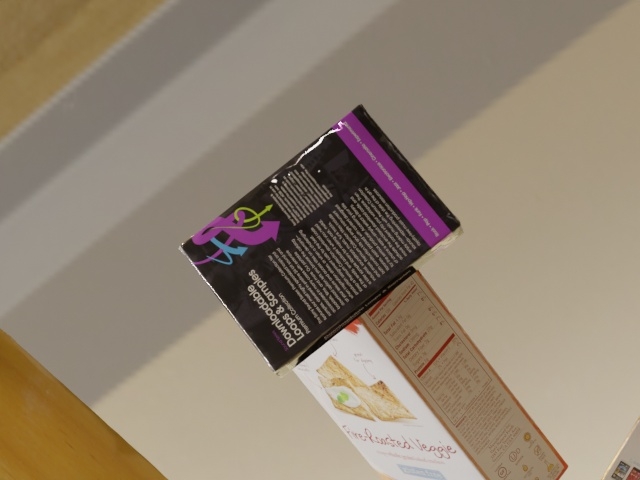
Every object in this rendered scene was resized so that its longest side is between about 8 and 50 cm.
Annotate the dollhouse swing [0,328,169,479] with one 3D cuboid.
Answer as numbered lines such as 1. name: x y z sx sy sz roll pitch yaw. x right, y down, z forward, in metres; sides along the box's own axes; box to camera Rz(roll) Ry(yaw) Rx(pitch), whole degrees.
1. dollhouse swing: -0.148 0.270 0.865 0.305 0.347 0.315 30 -65 -12

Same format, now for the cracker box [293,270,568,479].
1. cracker box: 0.059 0.106 1.390 0.067 0.155 0.232 -47 -68 -24

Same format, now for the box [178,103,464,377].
1. box: 0.000 0.000 1.273 0.162 0.116 0.029 -37 -20 -2

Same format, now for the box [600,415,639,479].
1. box: 0.263 0.159 1.361 0.081 0.136 0.028 30 -15 13
